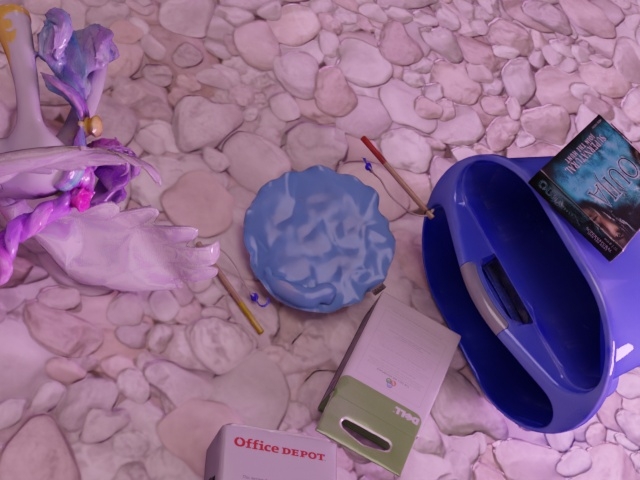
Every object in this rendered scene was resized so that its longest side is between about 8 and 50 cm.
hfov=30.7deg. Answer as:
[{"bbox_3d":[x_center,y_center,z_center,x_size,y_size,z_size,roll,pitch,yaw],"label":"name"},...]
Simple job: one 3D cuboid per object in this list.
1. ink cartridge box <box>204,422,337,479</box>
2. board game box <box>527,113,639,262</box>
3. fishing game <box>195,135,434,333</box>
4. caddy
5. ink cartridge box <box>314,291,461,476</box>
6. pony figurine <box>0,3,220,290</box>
[{"bbox_3d":[-0.053,0.286,1.177,0.127,0.072,0.175,13,53,-15],"label":"ink cartridge box"},{"bbox_3d":[0.323,-0.064,1.322,0.126,0.026,0.186,45,42,6],"label":"board game box"},{"bbox_3d":[0.000,0.000,1.392,0.264,0.041,0.189,-37,76,-16],"label":"fishing game"},{"bbox_3d":[0.247,0.055,1.362,0.179,0.241,0.341,-10,61,-34],"label":"caddy"},{"bbox_3d":[0.070,0.170,1.317,0.109,0.062,0.209,30,51,-1],"label":"ink cartridge box"},{"bbox_3d":[-0.305,-0.072,1.224,0.351,0.303,0.363,-9,60,9],"label":"pony figurine"}]
